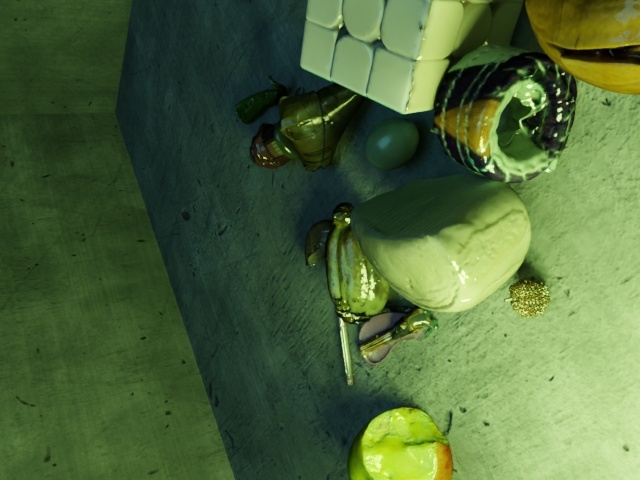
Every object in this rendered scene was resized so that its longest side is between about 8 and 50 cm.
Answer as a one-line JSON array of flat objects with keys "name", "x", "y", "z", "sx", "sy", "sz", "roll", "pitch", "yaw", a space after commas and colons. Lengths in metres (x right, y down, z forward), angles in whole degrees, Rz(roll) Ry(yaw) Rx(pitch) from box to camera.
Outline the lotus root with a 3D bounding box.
[{"name": "lotus root", "x": 0.092, "y": 0.055, "z": 1.520, "sx": 0.173, "sy": 0.173, "sz": 0.309, "roll": 5, "pitch": 102, "yaw": 58}]

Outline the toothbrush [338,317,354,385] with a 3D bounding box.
[{"name": "toothbrush", "x": 0.063, "y": 0.249, "z": 1.733, "sx": 0.029, "sy": 0.024, "sz": 0.353, "roll": -7, "pitch": 91, "yaw": 64}]

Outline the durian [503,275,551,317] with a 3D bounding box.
[{"name": "durian", "x": 0.388, "y": 0.108, "z": 1.111, "sx": 0.080, "sy": 0.091, "sz": 0.080, "roll": 171, "pitch": 90, "yaw": -87}]

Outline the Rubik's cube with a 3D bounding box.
[{"name": "Rubik's cube", "x": 0.171, "y": -0.428, "z": 1.094, "sx": 0.290, "sy": 0.292, "sz": 0.291, "roll": 35, "pitch": 129, "yaw": 34}]

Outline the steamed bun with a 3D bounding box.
[{"name": "steamed bun", "x": 0.234, "y": 0.016, "z": 1.171, "sx": 0.383, "sy": 0.247, "sz": 0.236, "roll": 16, "pitch": 134, "yaw": 64}]

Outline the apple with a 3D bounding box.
[{"name": "apple", "x": 0.185, "y": 0.534, "z": 1.409, "sx": 0.246, "sy": 0.226, "sz": 0.246, "roll": 22, "pitch": 117, "yaw": 52}]

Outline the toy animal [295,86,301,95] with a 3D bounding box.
[{"name": "toy animal", "x": -0.062, "y": -0.415, "z": 1.773, "sx": 0.050, "sy": 0.028, "sz": 0.084, "roll": 40, "pitch": 127, "yaw": 49}]

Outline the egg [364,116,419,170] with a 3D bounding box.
[{"name": "egg", "x": 0.165, "y": -0.224, "z": 1.365, "sx": 0.152, "sy": 0.114, "sz": 0.114, "roll": -39, "pitch": 64, "yaw": 51}]

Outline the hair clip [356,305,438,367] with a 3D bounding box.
[{"name": "hair clip", "x": 0.174, "y": 0.237, "z": 1.522, "sx": 0.110, "sy": 0.095, "sz": 0.358, "roll": 41, "pitch": 152, "yaw": -1}]

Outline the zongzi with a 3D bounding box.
[{"name": "zongzi", "x": 0.054, "y": -0.311, "z": 1.575, "sx": 0.260, "sy": 0.289, "sz": 0.123, "roll": 58, "pitch": -162, "yaw": -58}]

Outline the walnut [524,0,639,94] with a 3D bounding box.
[{"name": "walnut", "x": 0.419, "y": -0.326, "z": 0.848, "sx": 0.336, "sy": 0.209, "sz": 0.208, "roll": 46, "pitch": 134, "yaw": 49}]

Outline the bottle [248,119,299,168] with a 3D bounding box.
[{"name": "bottle", "x": -0.133, "y": -0.302, "z": 1.818, "sx": 0.143, "sy": 0.156, "sz": 0.271, "roll": 53, "pitch": 154, "yaw": -16}]

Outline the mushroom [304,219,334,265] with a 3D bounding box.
[{"name": "mushroom", "x": -0.002, "y": 0.000, "z": 1.735, "sx": 0.210, "sy": 0.072, "sz": 0.094, "roll": -39, "pitch": 55, "yaw": 55}]

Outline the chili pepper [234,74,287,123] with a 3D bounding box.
[{"name": "chili pepper", "x": -0.192, "y": -0.462, "z": 1.932, "sx": 0.085, "sy": 0.076, "sz": 0.359, "roll": 57, "pitch": 154, "yaw": -11}]

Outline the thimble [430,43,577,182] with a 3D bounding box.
[{"name": "thimble", "x": 0.323, "y": -0.214, "z": 1.026, "sx": 0.150, "sy": 0.237, "sz": 0.237, "roll": 41, "pitch": 131, "yaw": 53}]
